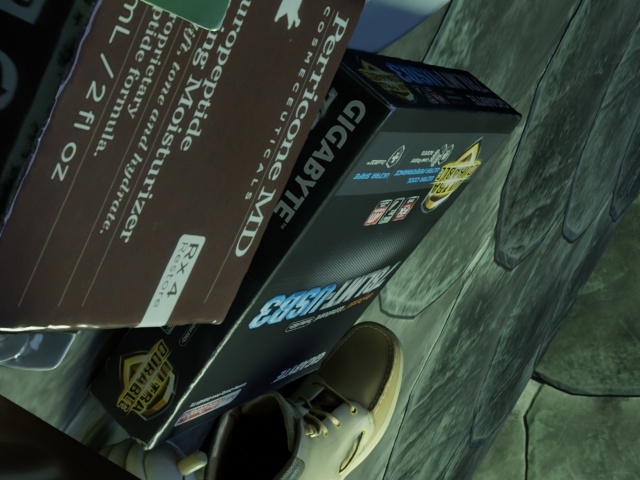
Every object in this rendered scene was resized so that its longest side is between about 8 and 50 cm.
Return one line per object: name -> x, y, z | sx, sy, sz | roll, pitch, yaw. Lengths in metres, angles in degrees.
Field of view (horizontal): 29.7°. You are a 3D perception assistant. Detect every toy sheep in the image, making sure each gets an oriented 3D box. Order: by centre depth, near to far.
toy sheep -> -0.129, 0.182, 0.851 | 0.132, 0.091, 0.091 | -28, 172, 21

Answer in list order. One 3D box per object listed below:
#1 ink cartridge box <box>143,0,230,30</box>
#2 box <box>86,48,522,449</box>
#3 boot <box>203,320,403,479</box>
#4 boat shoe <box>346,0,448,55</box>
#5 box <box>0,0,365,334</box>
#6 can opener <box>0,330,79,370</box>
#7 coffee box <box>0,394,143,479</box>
ink cartridge box -> -0.103, -0.173, 0.297 | 0.056, 0.235, 0.171 | -125, -123, -77
box -> 0.000, 0.000, 0.898 | 0.293, 0.073, 0.295 | -54, 163, 18
boot -> -0.012, 0.167, 1.153 | 0.262, 0.095, 0.203 | -55, 158, -14
boat shoe -> 0.037, -0.234, 0.707 | 0.135, 0.156, 0.367 | -20, 166, -37
box -> -0.113, -0.073, 0.473 | 0.169, 0.167, 0.203 | -66, 161, 6
can opener -> -0.117, -0.061, 0.661 | 0.283, 0.076, 0.095 | -63, -167, -5
coffee box -> -0.173, 0.097, 0.411 | 0.098, 0.246, 0.141 | -67, 161, 10
